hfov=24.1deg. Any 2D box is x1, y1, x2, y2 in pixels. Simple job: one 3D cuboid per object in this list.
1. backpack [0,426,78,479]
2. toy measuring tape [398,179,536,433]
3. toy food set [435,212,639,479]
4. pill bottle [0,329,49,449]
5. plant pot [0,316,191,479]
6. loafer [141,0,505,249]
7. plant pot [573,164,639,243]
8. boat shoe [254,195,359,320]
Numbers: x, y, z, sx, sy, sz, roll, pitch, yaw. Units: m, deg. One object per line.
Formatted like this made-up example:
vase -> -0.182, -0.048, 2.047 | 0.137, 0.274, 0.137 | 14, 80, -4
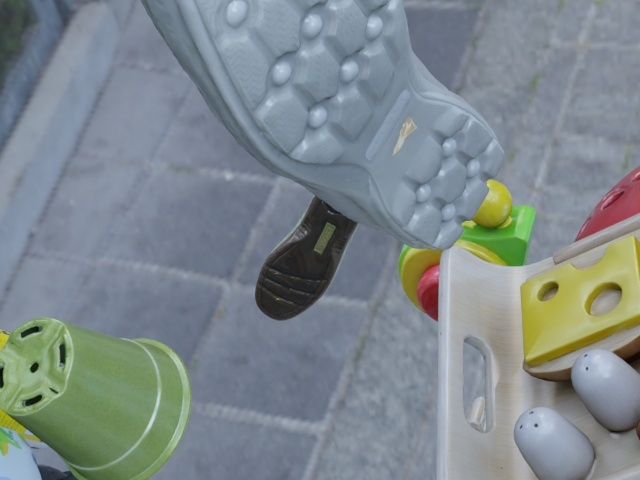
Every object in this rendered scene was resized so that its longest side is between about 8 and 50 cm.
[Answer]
backpack -> -0.288, 0.224, 0.871 | 0.356, 0.273, 0.290 | -2, 33, -15
toy measuring tape -> 0.126, 0.062, 1.410 | 0.121, 0.330, 0.121 | 1, 47, -2
toy food set -> 0.200, 0.025, 0.845 | 0.306, 0.092, 0.219 | -26, 37, 26
pill bottle -> -0.369, 0.145, 1.576 | 0.117, 0.215, 0.117 | -27, 54, 45
plant pot -> -0.120, 0.075, 0.750 | 0.083, 0.079, 0.083 | -13, 61, 25
loafer -> -0.010, -0.082, 0.719 | 0.111, 0.319, 0.112 | 29, 82, 29
plant pot -> 0.254, 0.047, 1.051 | 0.191, 0.191, 0.174 | 14, 27, 26
boat shoe -> 0.000, 0.000, 1.505 | 0.068, 0.190, 0.072 | 35, 30, -3
